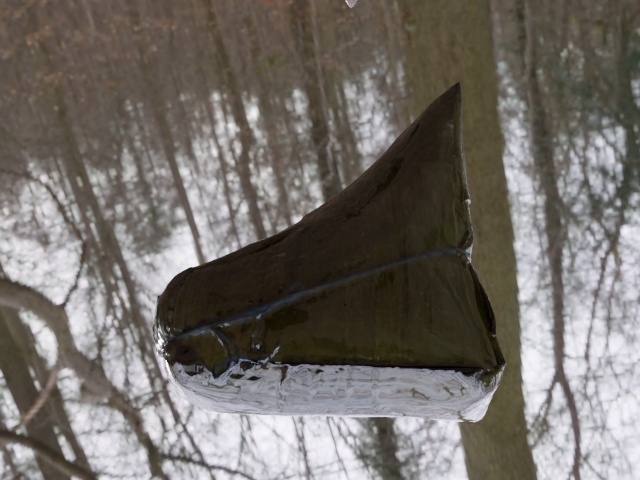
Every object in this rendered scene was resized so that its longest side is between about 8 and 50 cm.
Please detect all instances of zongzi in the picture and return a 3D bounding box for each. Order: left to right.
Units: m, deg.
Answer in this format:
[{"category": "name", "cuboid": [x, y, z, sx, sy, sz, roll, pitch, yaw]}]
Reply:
[{"category": "zongzi", "cuboid": [0.000, 0.000, 1.032, 0.356, 0.393, 0.174, 0, 159, -5]}]

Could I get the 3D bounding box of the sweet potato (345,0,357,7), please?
[{"category": "sweet potato", "cuboid": [0.019, -0.379, 1.107, 0.078, 0.255, 0.058, -43, -126, -3]}]
